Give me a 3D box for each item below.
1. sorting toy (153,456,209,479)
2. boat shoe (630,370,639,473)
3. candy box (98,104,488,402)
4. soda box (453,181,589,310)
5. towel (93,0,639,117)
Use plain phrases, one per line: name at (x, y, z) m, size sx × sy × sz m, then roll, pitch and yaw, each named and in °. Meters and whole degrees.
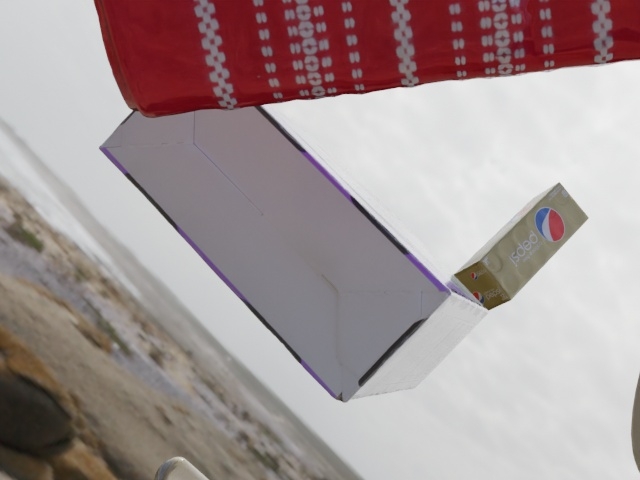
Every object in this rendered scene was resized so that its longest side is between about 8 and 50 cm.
sorting toy at (-0.078, 0.275, 0.677) m, size 0.307 × 0.041 × 0.229 m, roll 69°, pitch 2°, yaw -60°
boat shoe at (0.241, -0.020, 0.461) m, size 0.117 × 0.324 × 0.097 m, roll 20°, pitch 12°, yaw 36°
candy box at (0.000, 0.000, 0.508) m, size 0.165 × 0.070 × 0.196 m, roll 45°, pitch 6°, yaw 15°
soda box at (0.244, 0.007, 1.166) m, size 0.061 × 0.181 × 0.058 m, roll 51°, pitch -33°, yaw -1°
towel at (0.052, -0.140, 0.263) m, size 0.031 × 0.275 × 0.198 m, roll -74°, pitch 157°, yaw -64°
